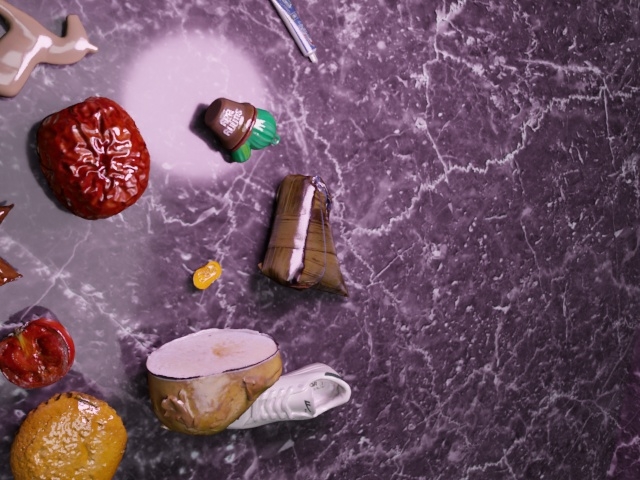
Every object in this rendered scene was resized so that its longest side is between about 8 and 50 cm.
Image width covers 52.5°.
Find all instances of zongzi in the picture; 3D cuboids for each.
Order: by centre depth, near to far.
[{"bbox_3d":[0.000,0.000,1.645,0.300,0.138,0.286,22,76,-43],"label":"zongzi"}]

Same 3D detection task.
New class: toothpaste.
[{"bbox_3d":[-0.061,-0.525,1.597,0.057,0.035,0.197,-47,115,-35],"label":"toothpaste"}]

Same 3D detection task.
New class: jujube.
[{"bbox_3d":[-0.456,-0.166,1.321,0.213,0.213,0.232,-30,111,-24],"label":"jujube"}]

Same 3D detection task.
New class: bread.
[{"bbox_3d":[-0.532,0.434,1.370,0.240,0.139,0.239,-3,97,-29],"label":"bread"}]

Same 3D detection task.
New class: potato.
[{"bbox_3d":[-0.239,0.331,1.478,0.300,0.246,0.196,-10,110,-22],"label":"potato"}]

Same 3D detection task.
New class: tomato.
[{"bbox_3d":[-0.581,0.227,1.352,0.159,0.091,0.139,-30,101,5],"label":"tomato"}]

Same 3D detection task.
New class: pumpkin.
[{"bbox_3d":[-0.273,0.082,1.544,0.083,0.028,0.050,-33,109,-32],"label":"pumpkin"}]

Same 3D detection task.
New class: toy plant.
[{"bbox_3d":[-0.177,-0.254,1.523,0.200,0.105,0.142,27,90,-41],"label":"toy plant"}]

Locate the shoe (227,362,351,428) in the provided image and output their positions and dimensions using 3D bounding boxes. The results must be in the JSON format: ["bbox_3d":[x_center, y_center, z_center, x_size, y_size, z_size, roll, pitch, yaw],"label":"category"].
[{"bbox_3d":[-0.093,0.398,1.605,0.363,0.160,0.131,-9,98,-29],"label":"shoe"}]

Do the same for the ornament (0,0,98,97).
[{"bbox_3d":[-0.594,-0.390,1.292,0.245,0.061,0.230,33,77,-27],"label":"ornament"}]

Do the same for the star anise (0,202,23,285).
[{"bbox_3d":[-0.714,0.060,1.225,0.237,0.148,0.346,44,64,-24],"label":"star anise"}]
